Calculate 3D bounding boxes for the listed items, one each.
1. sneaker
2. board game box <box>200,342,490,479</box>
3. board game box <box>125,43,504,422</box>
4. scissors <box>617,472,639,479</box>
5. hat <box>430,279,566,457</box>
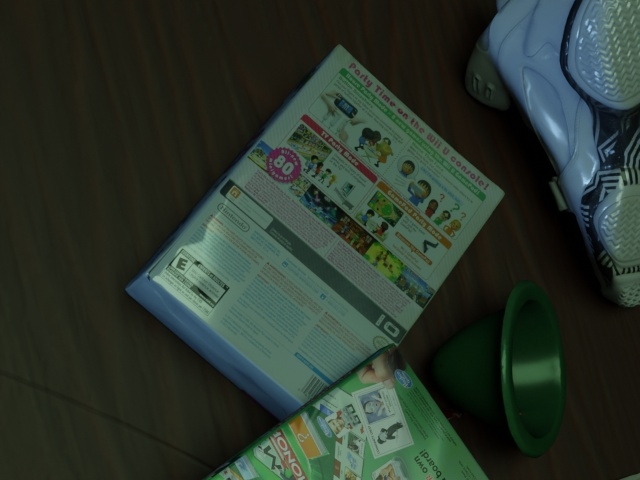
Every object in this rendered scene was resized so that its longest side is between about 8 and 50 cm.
[{"bbox_3d":[0.272,-0.117,1.365,0.137,0.210,0.365,-26,121,-24],"label":"sneaker"},{"bbox_3d":[0.067,0.278,1.123,0.213,0.046,0.317,-34,88,-19],"label":"board game box"},{"bbox_3d":[0.000,0.000,1.247,0.224,0.097,0.303,42,67,-7],"label":"board game box"},{"bbox_3d":[0.207,0.271,1.277,0.109,0.021,0.297,27,38,29],"label":"scissors"},{"bbox_3d":[0.125,0.131,1.300,0.208,0.184,0.173,13,73,-61],"label":"hat"}]
